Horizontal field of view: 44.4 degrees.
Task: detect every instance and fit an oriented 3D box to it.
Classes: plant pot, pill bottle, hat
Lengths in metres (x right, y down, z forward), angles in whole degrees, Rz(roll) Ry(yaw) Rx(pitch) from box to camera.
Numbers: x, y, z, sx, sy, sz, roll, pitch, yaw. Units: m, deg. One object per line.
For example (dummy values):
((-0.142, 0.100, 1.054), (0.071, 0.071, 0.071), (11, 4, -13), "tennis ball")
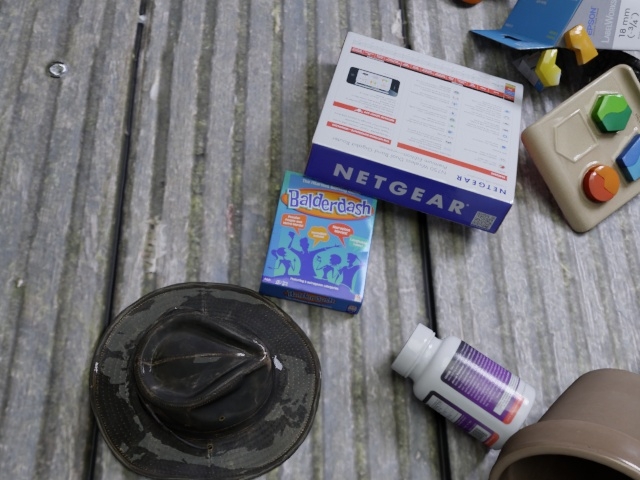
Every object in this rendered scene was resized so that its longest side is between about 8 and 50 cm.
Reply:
((0.389, 0.302, 1.065), (0.263, 0.263, 0.229), (35, 45, 9), "plant pot")
((0.203, 0.207, 1.140), (0.193, 0.108, 0.108), (34, 62, 8), "pill bottle")
((-0.155, 0.172, 1.082), (0.331, 0.134, 0.331), (4, 61, -8), "hat")

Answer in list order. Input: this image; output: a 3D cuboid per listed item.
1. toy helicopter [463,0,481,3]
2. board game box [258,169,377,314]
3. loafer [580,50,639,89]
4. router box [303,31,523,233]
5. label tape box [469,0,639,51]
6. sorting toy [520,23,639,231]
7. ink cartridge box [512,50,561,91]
((0.413, -0.597, 1.620), (0.355, 0.140, 0.235), (4, 52, -20), "toy helicopter")
((0.000, 0.000, 1.249), (0.160, 0.047, 0.210), (12, 60, -4), "board game box")
((0.634, -0.208, 1.449), (0.366, 0.134, 0.130), (50, 30, 16), "loafer")
((0.166, -0.192, 1.335), (0.335, 0.082, 0.301), (17, 51, -1), "router box")
((0.481, -0.420, 1.458), (0.333, 0.106, 0.241), (-1, 22, -11), "label tape box")
((0.461, -0.197, 1.337), (0.229, 0.041, 0.307), (-34, 100, -7), "sorting toy")
((0.416, -0.332, 1.512), (0.048, 0.028, 0.083), (-30, 71, -23), "ink cartridge box")
